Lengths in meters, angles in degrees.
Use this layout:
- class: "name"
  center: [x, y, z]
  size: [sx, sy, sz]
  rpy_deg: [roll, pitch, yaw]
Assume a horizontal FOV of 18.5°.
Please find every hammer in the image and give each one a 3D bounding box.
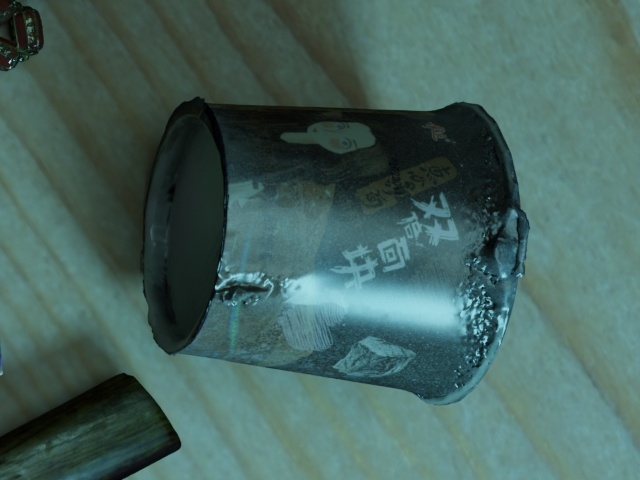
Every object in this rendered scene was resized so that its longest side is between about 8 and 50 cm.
- class: "hammer"
  center: [-0.261, 0.183, 1.229]
  size: [0.409, 0.095, 0.242]
  rpy_deg: [-26, 97, -31]

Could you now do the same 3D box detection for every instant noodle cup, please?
- class: "instant noodle cup"
  center: [0.000, 0.000, 1.334]
  size: [0.207, 0.217, 0.217]
  rpy_deg: [6, 82, -22]

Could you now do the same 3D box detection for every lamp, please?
- class: "lamp"
  center: [-0.225, -0.137, 1.317]
  size: [0.083, 0.031, 0.063]
  rpy_deg: [-3, 87, -34]

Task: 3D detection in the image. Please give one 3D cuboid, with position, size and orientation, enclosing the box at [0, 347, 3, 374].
- class: "box"
  center: [-0.297, 0.073, 1.207]
  size: [0.175, 0.112, 0.048]
  rpy_deg: [-4, 87, -28]
